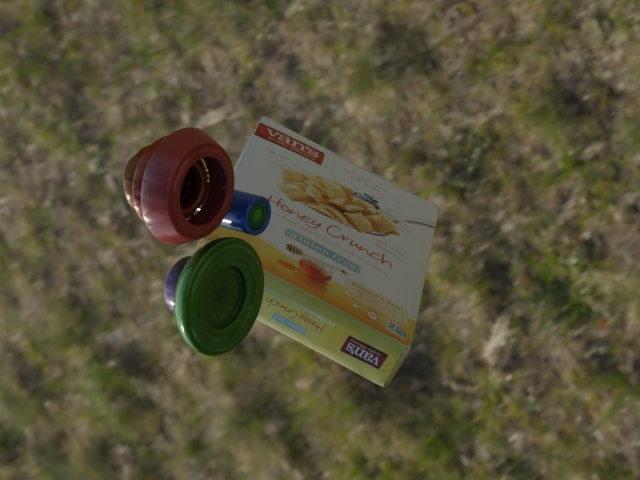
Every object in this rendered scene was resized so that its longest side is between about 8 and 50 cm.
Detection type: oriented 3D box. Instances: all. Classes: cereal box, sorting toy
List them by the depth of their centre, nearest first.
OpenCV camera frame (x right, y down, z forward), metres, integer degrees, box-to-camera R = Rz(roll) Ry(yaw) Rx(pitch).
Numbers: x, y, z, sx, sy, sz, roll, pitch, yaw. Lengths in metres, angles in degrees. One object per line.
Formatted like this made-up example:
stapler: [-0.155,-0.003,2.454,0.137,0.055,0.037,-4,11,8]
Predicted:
sorting toy: [-0.056,-0.004,0.678,0.042,0.061,0.102,14,127,36]
cereal box: [0.000,0.000,1.256,0.173,0.240,0.047,27,118,-5]
